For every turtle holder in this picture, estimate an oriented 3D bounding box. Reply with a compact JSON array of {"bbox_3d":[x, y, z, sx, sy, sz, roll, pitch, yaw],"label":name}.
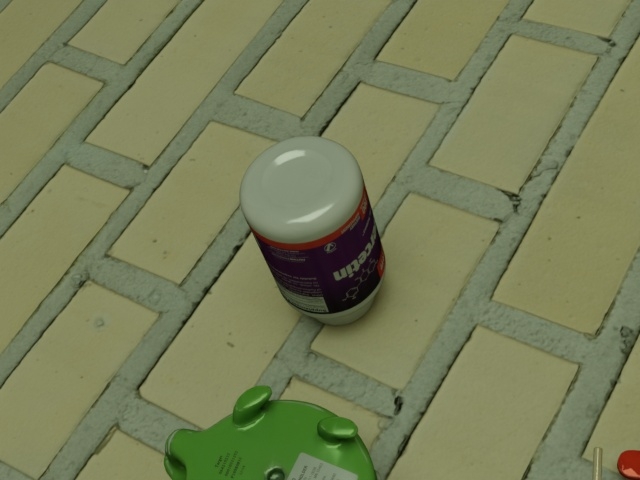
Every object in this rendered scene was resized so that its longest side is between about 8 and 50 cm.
[{"bbox_3d":[-0.071,0.357,1.318,0.320,0.227,0.243,-10,56,9],"label":"turtle holder"}]

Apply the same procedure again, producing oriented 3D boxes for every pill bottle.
[{"bbox_3d":[0.000,0.000,1.482,0.181,0.323,0.181,-7,55,10],"label":"pill bottle"}]

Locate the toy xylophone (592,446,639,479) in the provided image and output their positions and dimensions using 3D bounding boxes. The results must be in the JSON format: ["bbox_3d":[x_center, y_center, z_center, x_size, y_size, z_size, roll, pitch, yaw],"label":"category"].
[{"bbox_3d":[0.459,0.372,1.229,0.236,0.081,0.322,8,59,19],"label":"toy xylophone"}]
